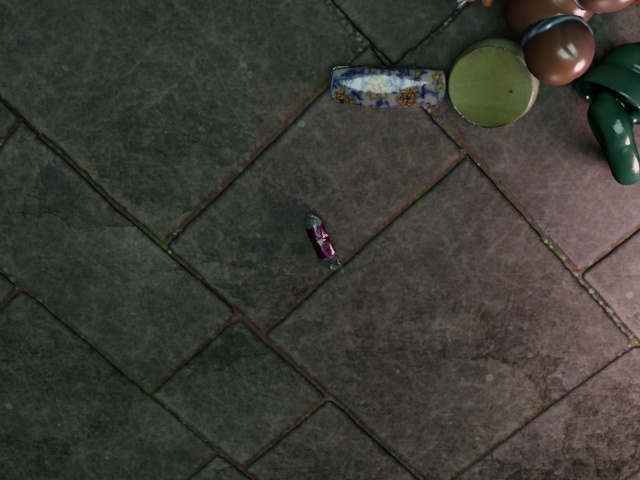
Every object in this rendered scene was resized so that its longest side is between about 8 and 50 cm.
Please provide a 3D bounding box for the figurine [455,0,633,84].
[{"bbox_3d":[0.376,-0.503,1.283,0.388,0.248,0.277,27,127,-2],"label":"figurine"}]

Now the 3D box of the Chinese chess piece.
[{"bbox_3d":[0.362,-0.330,1.435,0.188,0.083,0.188,12,123,19],"label":"Chinese chess piece"}]

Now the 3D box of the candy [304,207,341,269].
[{"bbox_3d":[0.000,0.000,1.605,0.043,0.045,0.175,-34,108,-24],"label":"candy"}]

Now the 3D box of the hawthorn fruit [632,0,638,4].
[{"bbox_3d":[0.602,-0.538,1.341,0.173,0.179,0.174,-8,105,-29],"label":"hawthorn fruit"}]

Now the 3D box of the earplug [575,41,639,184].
[{"bbox_3d":[0.651,-0.274,1.444,0.257,0.164,0.280,23,98,-15],"label":"earplug"}]

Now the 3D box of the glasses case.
[{"bbox_3d":[0.144,-0.332,1.470,0.248,0.065,0.087,2,109,-1],"label":"glasses case"}]
